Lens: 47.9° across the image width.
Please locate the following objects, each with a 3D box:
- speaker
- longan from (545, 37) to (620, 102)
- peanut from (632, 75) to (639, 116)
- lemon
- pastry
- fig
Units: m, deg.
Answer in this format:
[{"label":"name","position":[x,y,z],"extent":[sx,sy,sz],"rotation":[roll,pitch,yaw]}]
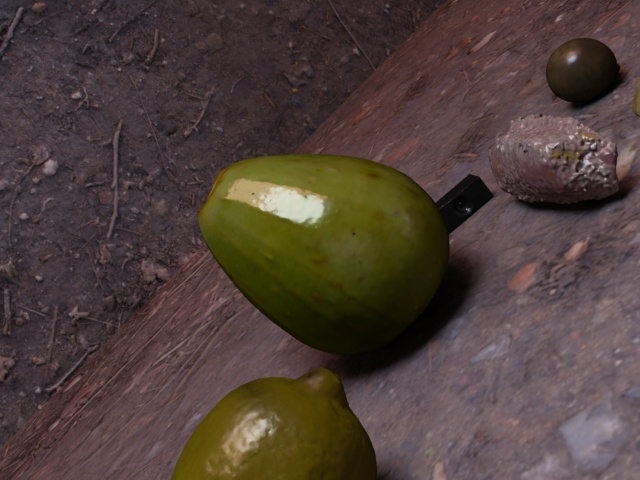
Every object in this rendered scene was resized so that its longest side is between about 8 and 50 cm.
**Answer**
[{"label":"speaker","position":[0.173,-0.024,1.101],"extent":[0.191,0.040,0.046],"rotation":[-41,13,1]},{"label":"longan","position":[0.410,-0.264,1.120],"extent":[0.119,0.106,0.106],"rotation":[-4,1,-23]},{"label":"peanut","position":[0.449,-0.175,0.672],"extent":[0.340,0.158,0.174],"rotation":[-152,81,-78]},{"label":"lemon","position":[-0.048,0.232,0.664],"extent":[0.248,0.184,0.184],"rotation":[-55,18,-10]},{"label":"pastry","position":[0.288,-0.106,0.937],"extent":[0.112,0.102,0.265],"rotation":[-21,12,5]},{"label":"fig","position":[0.000,0.000,0.940],"extent":[0.258,0.326,0.258],"rotation":[25,-90,-85]}]
